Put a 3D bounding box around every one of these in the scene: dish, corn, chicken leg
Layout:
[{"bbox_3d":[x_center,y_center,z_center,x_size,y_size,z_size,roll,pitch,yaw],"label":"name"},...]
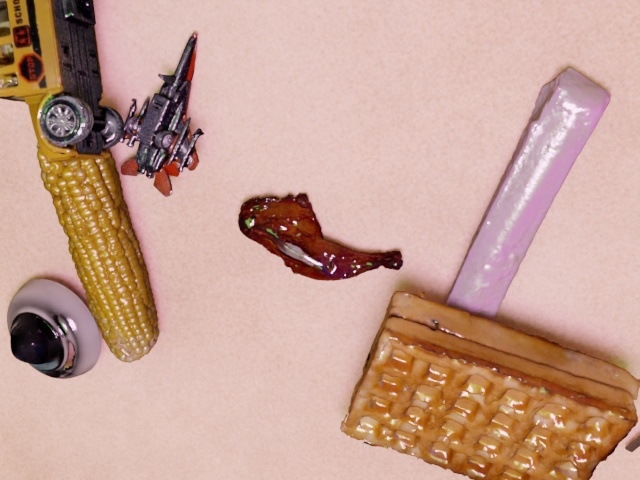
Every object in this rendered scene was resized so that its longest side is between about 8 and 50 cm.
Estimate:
[{"bbox_3d":[-0.358,0.128,1.211,0.141,0.078,0.141,11,118,22],"label":"dish"},{"bbox_3d":[-0.269,-0.002,1.168,0.097,0.097,0.320,-11,109,12],"label":"corn"},{"bbox_3d":[-0.005,0.005,1.158,0.205,0.053,0.093,31,96,-7],"label":"chicken leg"}]

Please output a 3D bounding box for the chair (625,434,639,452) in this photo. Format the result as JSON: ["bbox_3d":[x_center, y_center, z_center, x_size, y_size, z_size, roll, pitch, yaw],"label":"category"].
[{"bbox_3d":[0.479,0.218,1.134,0.104,0.095,0.221,28,110,-11],"label":"chair"}]

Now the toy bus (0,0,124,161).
[{"bbox_3d":[-0.303,-0.252,1.035,0.123,0.121,0.335,-6,93,11],"label":"toy bus"}]

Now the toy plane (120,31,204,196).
[{"bbox_3d":[-0.181,-0.153,1.119,0.130,0.061,0.189,26,110,31],"label":"toy plane"}]

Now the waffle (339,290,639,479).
[{"bbox_3d":[0.198,0.195,1.137,0.308,0.091,0.213,19,134,1],"label":"waffle"}]

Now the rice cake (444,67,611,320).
[{"bbox_3d":[0.223,-0.025,1.109,0.073,0.056,0.365,25,110,1],"label":"rice cake"}]
